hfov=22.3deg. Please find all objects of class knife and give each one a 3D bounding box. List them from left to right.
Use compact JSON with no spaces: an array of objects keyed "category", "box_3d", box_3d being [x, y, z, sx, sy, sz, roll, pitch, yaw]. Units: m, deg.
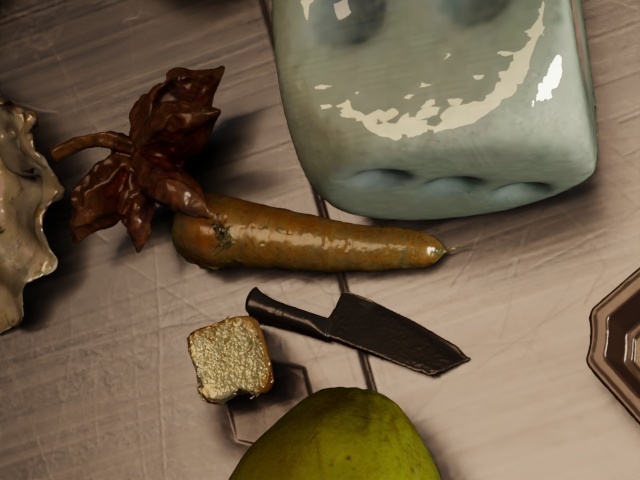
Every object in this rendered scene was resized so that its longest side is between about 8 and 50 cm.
[{"category":"knife","box_3d":[0.037,0.083,1.595,0.230,0.028,0.060,18,70,16]}]

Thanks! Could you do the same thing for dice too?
[{"category":"dice","box_3d":[0.111,-0.175,1.505,0.262,0.268,0.265,-8,76,12]}]

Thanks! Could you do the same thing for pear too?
[{"category":"pear","box_3d":[0.010,0.259,1.461,0.212,0.212,0.269,10,61,16]}]

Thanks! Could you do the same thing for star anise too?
[{"category":"star anise","box_3d":[-0.166,-0.088,1.604,0.196,0.111,0.212,15,63,44]}]

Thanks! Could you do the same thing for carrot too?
[{"category":"carrot","box_3d":[0.000,0.000,1.600,0.298,0.078,0.078,5,79,11]}]

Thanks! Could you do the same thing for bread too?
[{"category":"bread","box_3d":[-0.083,0.116,1.584,0.076,0.070,0.083,-16,87,11]}]

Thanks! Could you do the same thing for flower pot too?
[{"category":"flower pot","box_3d":[0.369,0.126,1.467,0.179,0.084,0.251,-41,72,2]}]

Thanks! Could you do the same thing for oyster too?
[{"category":"oyster","box_3d":[-0.397,-0.077,1.699,0.351,0.115,0.238,41,98,24]}]
